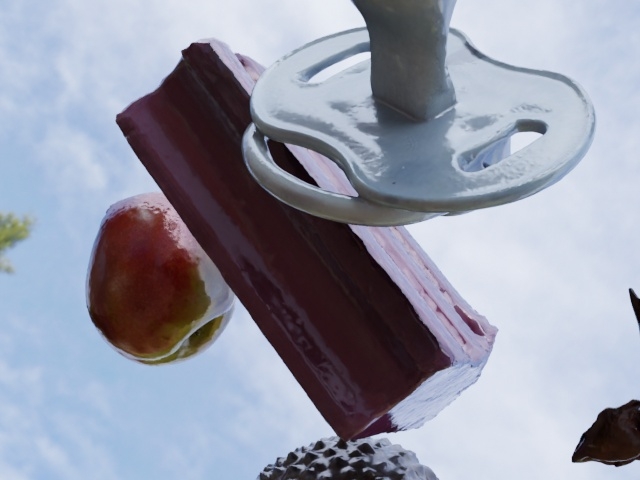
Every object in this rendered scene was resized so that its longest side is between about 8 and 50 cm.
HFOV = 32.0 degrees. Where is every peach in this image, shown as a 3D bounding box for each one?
[{"bbox_3d":[-0.191,0.045,1.312,0.192,0.190,0.190,54,-44,27],"label":"peach"}]

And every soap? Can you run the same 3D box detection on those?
[{"bbox_3d":[0.000,0.000,1.004,0.128,0.233,0.359,-41,-109,13],"label":"soap"}]

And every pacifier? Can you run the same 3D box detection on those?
[{"bbox_3d":[0.054,-0.126,0.793,0.279,0.227,0.207,35,-39,42],"label":"pacifier"}]

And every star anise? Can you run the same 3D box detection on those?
[{"bbox_3d":[0.280,0.110,0.911,0.140,0.158,0.144,110,-29,-64],"label":"star anise"}]

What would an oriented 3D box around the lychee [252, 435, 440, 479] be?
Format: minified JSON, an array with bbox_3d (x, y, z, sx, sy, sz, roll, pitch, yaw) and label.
[{"bbox_3d":[0.016,0.332,1.079,0.300,0.300,0.300,15,-55,22],"label":"lychee"}]
